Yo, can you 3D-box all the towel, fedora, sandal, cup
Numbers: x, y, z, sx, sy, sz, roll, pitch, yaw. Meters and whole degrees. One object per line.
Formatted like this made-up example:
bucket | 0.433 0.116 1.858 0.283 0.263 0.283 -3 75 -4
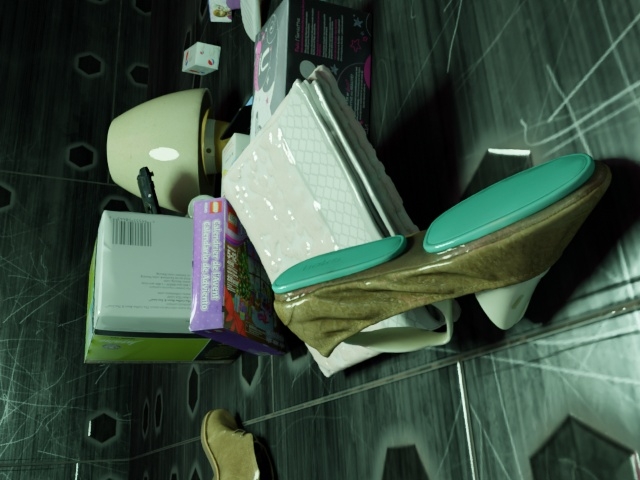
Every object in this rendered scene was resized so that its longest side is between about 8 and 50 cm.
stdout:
towel | 0.000 0.000 0.788 0.331 0.053 0.317 62 149 8
fedora | -0.246 -0.230 1.512 0.194 0.079 0.194 180 90 -87
sandal | -0.143 -0.591 1.404 0.102 0.076 0.265 51 154 37
cup | -0.407 -0.226 1.583 0.331 0.237 0.331 180 90 -87

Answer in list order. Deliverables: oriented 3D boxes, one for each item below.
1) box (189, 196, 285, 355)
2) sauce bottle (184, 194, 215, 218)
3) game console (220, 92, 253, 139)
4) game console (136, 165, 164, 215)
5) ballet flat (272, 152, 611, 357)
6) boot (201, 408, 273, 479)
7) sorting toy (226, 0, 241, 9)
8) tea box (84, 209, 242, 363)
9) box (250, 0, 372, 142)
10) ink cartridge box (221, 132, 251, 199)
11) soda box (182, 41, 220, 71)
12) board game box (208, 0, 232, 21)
box | -0.128 0.074 1.024 0.293 0.057 0.201 50 -145 -68
sauce bottle | -0.273 -0.007 1.426 0.344 0.111 0.111 117 152 -69
game console | -0.177 -0.295 1.391 0.122 0.071 0.107 -41 48 46
game console | -0.379 -0.024 1.471 0.213 0.044 0.361 57 160 25
ballet flat | 0.110 0.038 0.575 0.342 0.124 0.116 -24 15 27
boot | -0.158 0.414 1.207 0.115 0.112 0.305 -49 25 4
sorting toy | -0.200 -0.712 1.436 0.365 0.127 0.126 100 167 -69
tea box | -0.305 0.115 1.281 0.323 0.329 0.220 132 137 -53
box | -0.022 -0.220 0.951 0.163 0.142 0.247 165 109 -65
ink cartridge box | -0.179 -0.164 1.386 0.115 0.067 0.198 150 123 -63
soda box | -0.374 -0.564 1.915 0.216 0.074 0.069 -160 77 -66
board game box | -0.278 -0.823 1.652 0.318 0.066 0.318 104 163 -67
